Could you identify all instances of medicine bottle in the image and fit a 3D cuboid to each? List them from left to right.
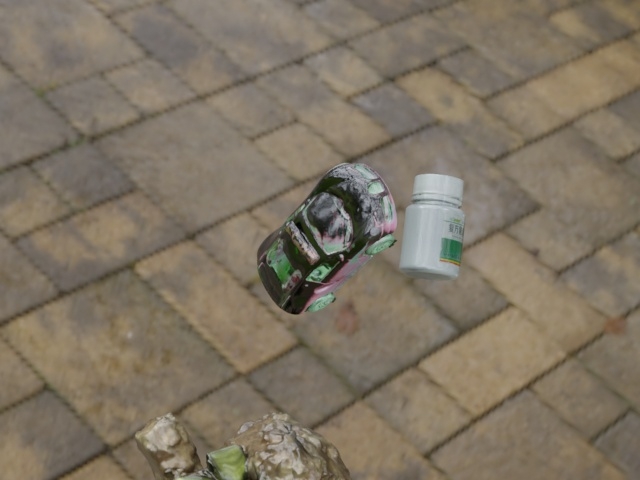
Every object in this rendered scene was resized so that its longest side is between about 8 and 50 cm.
[{"bbox_3d":[0.149,-0.017,1.938,0.080,0.080,0.130,10,81,-15],"label":"medicine bottle"}]

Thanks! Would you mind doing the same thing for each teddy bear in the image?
[{"bbox_3d":[-0.074,0.241,1.291,0.246,0.296,0.222,35,79,20],"label":"teddy bear"}]

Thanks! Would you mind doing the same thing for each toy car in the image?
[{"bbox_3d":[0.000,0.000,1.088,0.055,0.142,0.069,-14,67,-43],"label":"toy car"}]
